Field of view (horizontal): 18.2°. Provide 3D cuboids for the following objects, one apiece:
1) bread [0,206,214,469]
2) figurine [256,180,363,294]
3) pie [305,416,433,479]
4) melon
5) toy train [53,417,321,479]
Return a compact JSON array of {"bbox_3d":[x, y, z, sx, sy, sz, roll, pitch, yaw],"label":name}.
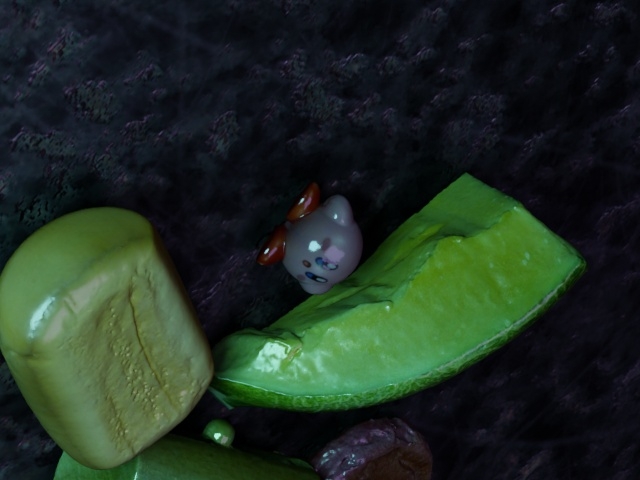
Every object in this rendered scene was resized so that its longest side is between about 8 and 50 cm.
[{"bbox_3d":[-0.164,0.067,1.462,0.147,0.098,0.217,-36,143,-18],"label":"bread"},{"bbox_3d":[0.000,0.000,1.593,0.083,0.071,0.067,-55,-175,20],"label":"figurine"},{"bbox_3d":[0.026,0.239,1.838,0.182,0.049,0.182,-29,143,-24],"label":"pie"},{"bbox_3d":[0.053,0.068,1.667,0.323,0.196,0.124,-32,105,-10],"label":"melon"},{"bbox_3d":[-0.106,0.246,1.650,0.307,0.126,0.189,22,104,-51],"label":"toy train"}]
